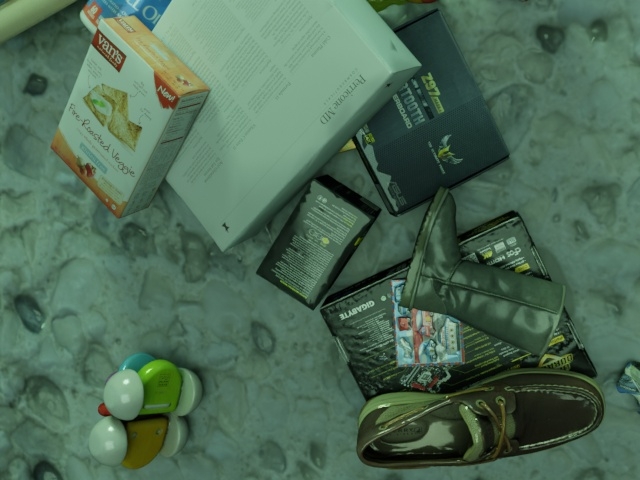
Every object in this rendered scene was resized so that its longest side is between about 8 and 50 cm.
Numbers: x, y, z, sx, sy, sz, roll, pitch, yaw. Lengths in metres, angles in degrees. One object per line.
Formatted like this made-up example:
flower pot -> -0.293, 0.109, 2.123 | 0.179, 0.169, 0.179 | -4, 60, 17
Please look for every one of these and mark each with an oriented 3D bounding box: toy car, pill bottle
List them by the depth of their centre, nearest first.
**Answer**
pill bottle -> -0.229, -0.367, 1.064 | 0.124, 0.124, 0.221 | 41, 103, 1
toy car -> -0.287, 0.258, 1.177 | 0.136, 0.159, 0.181 | 31, 106, 41

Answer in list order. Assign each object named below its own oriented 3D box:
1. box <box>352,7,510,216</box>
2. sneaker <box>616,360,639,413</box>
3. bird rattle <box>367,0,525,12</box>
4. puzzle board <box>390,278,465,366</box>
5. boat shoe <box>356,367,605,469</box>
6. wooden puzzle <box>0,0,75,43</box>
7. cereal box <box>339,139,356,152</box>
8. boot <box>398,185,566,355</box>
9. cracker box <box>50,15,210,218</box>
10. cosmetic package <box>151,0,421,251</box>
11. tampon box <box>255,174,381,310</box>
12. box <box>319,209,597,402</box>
box -> 0.130, -0.175, 1.043 | 0.184, 0.059, 0.232 | -27, 98, -2
sneaker -> 0.490, 0.233, 1.082 | 0.135, 0.052, 0.058 | 37, 113, 10
bird rattle -> 0.148, -0.344, 0.976 | 0.254, 0.207, 0.143 | 14, 119, 16
puzzle board -> 0.151, 0.116, 1.057 | 0.097, 0.011, 0.128 | -4, 99, 10
boat shoe -> 0.214, 0.255, 1.010 | 0.342, 0.123, 0.123 | -7, 98, 10
wooden puzzle -> -0.446, -0.422, 1.094 | 0.221, 0.044, 0.238 | -24, 70, 12
cereal box -> -0.045, -0.234, 1.093 | 0.173, 0.047, 0.240 | -12, 96, 11
boot -> 0.226, 0.041, 1.002 | 0.209, 0.076, 0.189 | 15, 102, 9
cracker box -> -0.267, -0.166, 1.027 | 0.156, 0.067, 0.232 | 44, 125, 11
cosmetic package -> -0.094, -0.206, 1.000 | 0.377, 0.097, 0.284 | -42, 81, 36
tampon box -> 0.000, 0.000, 1.085 | 0.102, 0.120, 0.161 | 33, 103, 4
box -> 0.196, 0.139, 1.098 | 0.322, 0.079, 0.257 | -27, 95, 12
